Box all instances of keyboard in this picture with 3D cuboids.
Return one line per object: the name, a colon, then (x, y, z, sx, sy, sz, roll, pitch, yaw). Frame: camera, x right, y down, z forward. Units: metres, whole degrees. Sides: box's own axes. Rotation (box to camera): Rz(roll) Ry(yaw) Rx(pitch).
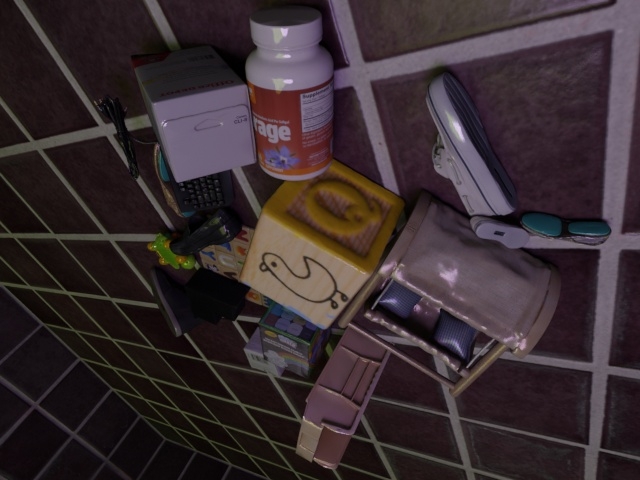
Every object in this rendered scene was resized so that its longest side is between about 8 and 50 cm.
keyboard: (-0.280, -0.179, 0.759, 0.202, 0.033, 0.317, -6, 133, -5)

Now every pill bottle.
pill bottle: (-0.042, -0.204, 0.588, 0.121, 0.121, 0.216, 16, 136, 18)

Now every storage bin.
storage bin: (0.052, 0.391, 1.013, 0.123, 0.260, 0.262, 25, 139, 14)

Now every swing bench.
swing bench: (0.206, 0.096, 0.698, 0.253, 0.165, 0.254, 30, 139, 3)

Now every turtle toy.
turtle toy: (-0.373, 0.028, 1.061, 0.095, 0.066, 0.130, -4, 128, 34)

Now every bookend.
bookend: (-0.271, 0.171, 1.120, 0.157, 0.072, 0.156, 19, 139, 14)

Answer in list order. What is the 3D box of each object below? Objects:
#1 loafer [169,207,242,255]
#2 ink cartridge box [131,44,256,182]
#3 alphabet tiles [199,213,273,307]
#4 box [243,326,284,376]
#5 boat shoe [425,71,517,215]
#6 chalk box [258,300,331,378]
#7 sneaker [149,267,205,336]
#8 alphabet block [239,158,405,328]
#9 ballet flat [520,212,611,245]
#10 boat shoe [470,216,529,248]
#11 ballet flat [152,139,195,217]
loafer: (-0.272, -0.021, 0.934, 0.223, 0.076, 0.078, -16, 115, 35)
ink cartridge box: (-0.190, -0.196, 0.623, 0.176, 0.128, 0.127, 54, 155, 41)
alphabet tiles: (-0.157, 0.073, 1.015, 0.343, 0.011, 0.285, 17, 137, 17)
box: (-0.150, 0.323, 1.197, 0.101, 0.087, 0.101, 11, 136, 23)
boat shoe: (0.190, -0.113, 0.563, 0.076, 0.083, 0.226, -17, 120, 40)
chalk box: (-0.055, 0.199, 0.971, 0.133, 0.132, 0.213, 19, 137, 16)
sneaker: (-0.421, 0.168, 1.230, 0.222, 0.118, 0.083, 59, 144, 14)
alphabet block: (0.000, 0.000, 0.710, 0.193, 0.193, 0.197, 29, 139, 1)
ballet flat: (0.352, -0.012, 0.599, 0.115, 0.041, 0.041, 10, 135, 25)
boat shoe: (0.267, -0.015, 0.618, 0.100, 0.035, 0.035, 11, 122, -19)
ballet flat: (-0.318, -0.138, 0.867, 0.067, 0.073, 0.206, 27, 137, 28)
